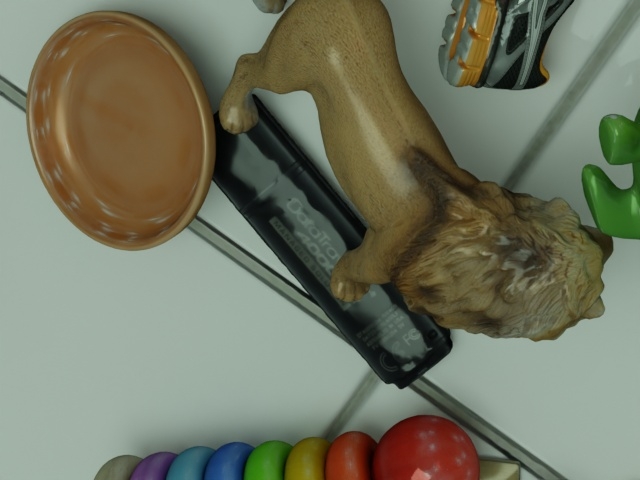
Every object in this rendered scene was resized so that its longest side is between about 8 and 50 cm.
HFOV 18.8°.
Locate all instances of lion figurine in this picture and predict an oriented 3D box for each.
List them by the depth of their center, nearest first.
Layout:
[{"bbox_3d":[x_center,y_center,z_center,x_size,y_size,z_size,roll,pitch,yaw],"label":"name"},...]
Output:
[{"bbox_3d":[0.045,-0.080,1.451,0.392,0.142,0.240,51,158,-9],"label":"lion figurine"}]

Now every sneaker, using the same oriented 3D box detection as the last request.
[{"bbox_3d":[0.159,-0.213,1.465,0.083,0.084,0.214,13,108,-18],"label":"sneaker"}]

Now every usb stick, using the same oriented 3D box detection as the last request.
[{"bbox_3d":[0.000,0.000,1.596,0.077,0.045,0.278,-39,92,18],"label":"usb stick"}]

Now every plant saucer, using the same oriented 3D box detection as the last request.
[{"bbox_3d":[-0.160,-0.092,1.595,0.200,0.037,0.200,11,109,35],"label":"plant saucer"}]

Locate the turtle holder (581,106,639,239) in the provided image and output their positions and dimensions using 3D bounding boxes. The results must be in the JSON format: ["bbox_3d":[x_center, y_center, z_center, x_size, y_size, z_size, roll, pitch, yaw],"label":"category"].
[{"bbox_3d":[0.328,0.010,1.321,0.227,0.243,0.320,-20,136,-3],"label":"turtle holder"}]

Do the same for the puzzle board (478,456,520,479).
[{"bbox_3d":[0.108,0.226,1.653,0.128,0.011,0.096,5,110,17],"label":"puzzle board"}]

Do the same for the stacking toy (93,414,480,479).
[{"bbox_3d":[-0.023,0.216,1.631,0.330,0.141,0.141,-16,102,18],"label":"stacking toy"}]
